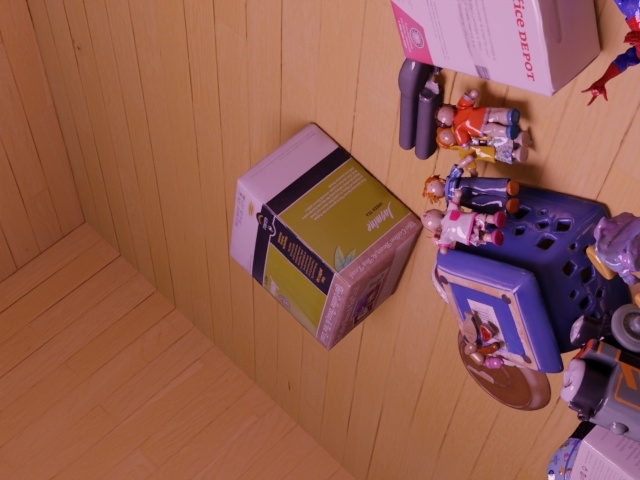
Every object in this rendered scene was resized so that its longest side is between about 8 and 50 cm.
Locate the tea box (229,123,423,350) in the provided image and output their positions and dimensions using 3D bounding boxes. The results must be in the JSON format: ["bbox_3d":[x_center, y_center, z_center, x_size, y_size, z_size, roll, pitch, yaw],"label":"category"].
[{"bbox_3d":[0.000,0.000,2.144,0.323,0.220,0.329,45,155,15],"label":"tea box"}]

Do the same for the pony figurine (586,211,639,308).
[{"bbox_3d":[0.493,-0.037,1.154,0.351,0.363,0.303,55,-177,2],"label":"pony figurine"}]

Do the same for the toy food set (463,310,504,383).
[{"bbox_3d":[0.266,0.171,1.666,0.078,0.019,0.122,31,141,36],"label":"toy food set"}]

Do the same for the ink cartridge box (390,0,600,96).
[{"bbox_3d":[0.228,-0.335,1.413,0.283,0.117,0.207,25,145,44],"label":"ink cartridge box"}]

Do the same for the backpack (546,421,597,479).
[{"bbox_3d":[0.516,0.430,1.923,0.158,0.173,0.117,55,155,-7],"label":"backpack"}]

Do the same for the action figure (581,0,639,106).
[{"bbox_3d":[0.360,-0.279,1.257,0.280,0.139,0.091,57,156,-19],"label":"action figure"}]

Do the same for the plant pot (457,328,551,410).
[{"bbox_3d":[0.366,0.263,2.115,0.236,0.032,0.236,39,154,24],"label":"plant pot"}]

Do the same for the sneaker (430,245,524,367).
[{"bbox_3d":[0.321,0.121,1.917,0.279,0.107,0.118,44,146,9],"label":"sneaker"}]

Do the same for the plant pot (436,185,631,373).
[{"bbox_3d":[0.336,0.069,1.681,0.236,0.212,0.236,18,140,49],"label":"plant pot"}]

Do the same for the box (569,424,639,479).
[{"bbox_3d":[0.612,0.397,1.666,0.345,0.215,0.168,38,153,27],"label":"box"}]

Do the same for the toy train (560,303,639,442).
[{"bbox_3d":[0.522,0.232,1.547,0.333,0.190,0.142,24,151,3],"label":"toy train"}]

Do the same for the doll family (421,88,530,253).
[{"bbox_3d":[0.241,-0.107,1.653,0.163,0.118,0.263,11,96,34],"label":"doll family"}]

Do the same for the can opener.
[{"bbox_3d":[0.156,-0.236,1.718,0.074,0.093,0.280,37,157,25],"label":"can opener"}]
